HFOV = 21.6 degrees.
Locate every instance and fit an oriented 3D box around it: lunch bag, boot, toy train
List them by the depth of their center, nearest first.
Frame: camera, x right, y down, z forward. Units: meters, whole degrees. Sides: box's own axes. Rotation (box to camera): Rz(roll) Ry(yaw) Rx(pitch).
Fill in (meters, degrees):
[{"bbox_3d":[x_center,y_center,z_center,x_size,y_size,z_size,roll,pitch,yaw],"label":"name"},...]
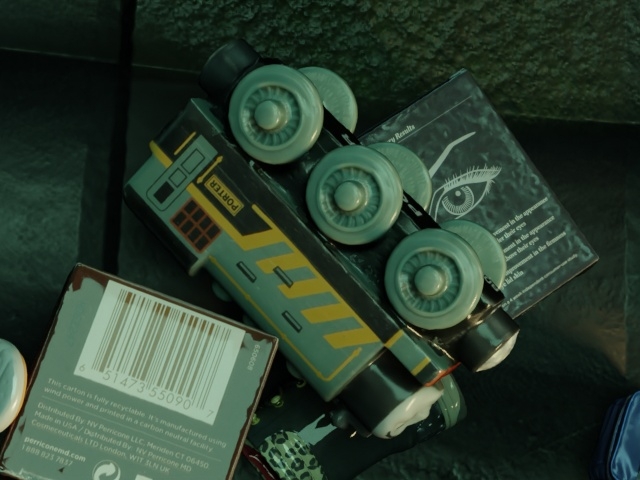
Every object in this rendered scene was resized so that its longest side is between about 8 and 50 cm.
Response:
[{"bbox_3d":[0.000,0.000,1.333,0.334,0.142,0.190,47,106,7],"label":"toy train"},{"bbox_3d":[-0.007,0.099,1.418,0.179,0.085,0.236,-34,88,-16],"label":"boot"},{"bbox_3d":[0.286,0.178,1.478,0.067,0.065,0.098,21,74,-8],"label":"lunch bag"}]

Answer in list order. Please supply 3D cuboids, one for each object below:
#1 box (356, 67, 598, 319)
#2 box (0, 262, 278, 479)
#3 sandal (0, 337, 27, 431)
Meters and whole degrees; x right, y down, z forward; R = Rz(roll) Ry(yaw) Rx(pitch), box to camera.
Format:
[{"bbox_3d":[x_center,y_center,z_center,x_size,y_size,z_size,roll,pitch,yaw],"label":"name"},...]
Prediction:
[{"bbox_3d":[0.112,-0.018,1.460,0.153,0.108,0.207,-32,86,-17],"label":"box"},{"bbox_3d":[-0.151,0.137,1.315,0.168,0.203,0.167,21,74,-7],"label":"box"},{"bbox_3d":[-0.275,0.121,1.283,0.076,0.265,0.102,17,79,-38],"label":"sandal"}]
